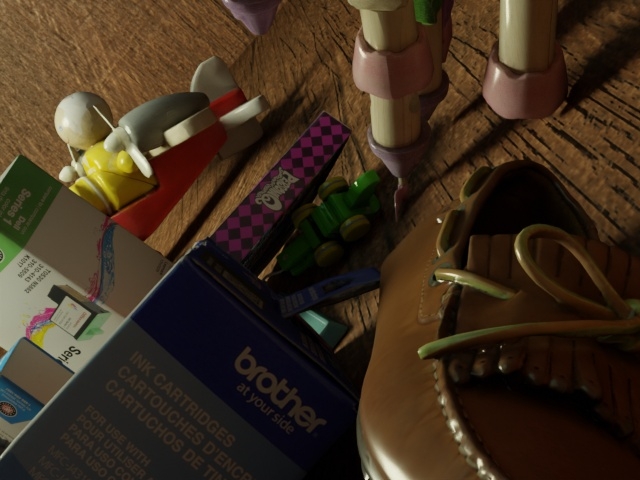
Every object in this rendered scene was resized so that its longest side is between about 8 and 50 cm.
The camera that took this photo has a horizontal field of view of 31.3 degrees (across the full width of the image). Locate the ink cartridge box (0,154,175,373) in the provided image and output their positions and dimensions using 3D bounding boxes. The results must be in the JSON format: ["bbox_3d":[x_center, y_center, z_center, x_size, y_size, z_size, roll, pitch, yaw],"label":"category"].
[{"bbox_3d":[-0.317,0.058,1.397,0.201,0.278,0.117,-37,23,41],"label":"ink cartridge box"}]

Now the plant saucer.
[{"bbox_3d":[-0.028,0.083,1.007,0.067,0.018,0.192,-51,14,-5],"label":"plant saucer"}]

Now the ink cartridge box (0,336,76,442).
[{"bbox_3d":[-0.358,0.233,1.339,0.203,0.148,0.086,-42,18,26],"label":"ink cartridge box"}]

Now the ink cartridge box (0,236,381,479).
[{"bbox_3d":[-0.119,0.144,0.778,0.395,0.151,0.270,-49,4,0],"label":"ink cartridge box"}]

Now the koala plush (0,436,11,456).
[{"bbox_3d":[-0.351,0.294,1.146,0.196,0.203,0.221,-57,5,-26],"label":"koala plush"}]

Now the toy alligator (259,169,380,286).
[{"bbox_3d":[0.000,0.000,1.069,0.051,0.056,0.189,4,-42,-51],"label":"toy alligator"}]

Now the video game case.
[{"bbox_3d":[-0.073,0.008,1.109,0.232,0.042,0.210,-51,-3,-39],"label":"video game case"}]

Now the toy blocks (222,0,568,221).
[{"bbox_3d":[0.071,-0.209,0.990,0.260,0.309,0.288,81,-158,-50],"label":"toy blocks"}]

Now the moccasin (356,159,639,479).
[{"bbox_3d":[0.106,0.051,0.510,0.147,0.139,0.380,-55,4,17],"label":"moccasin"}]

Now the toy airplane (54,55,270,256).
[{"bbox_3d":[-0.267,-0.141,1.728,0.386,0.272,0.384,-42,16,28],"label":"toy airplane"}]
